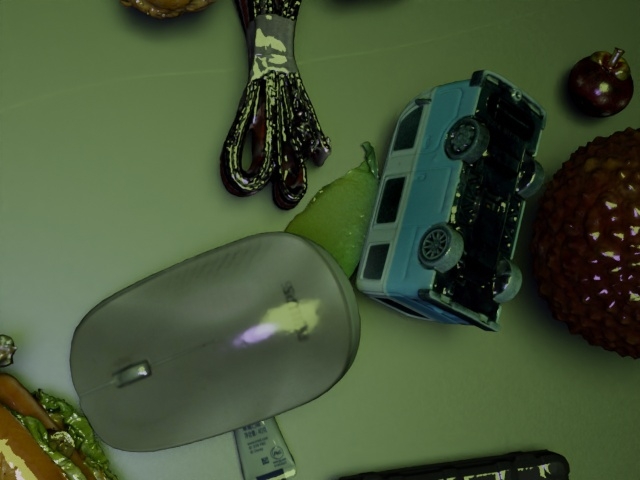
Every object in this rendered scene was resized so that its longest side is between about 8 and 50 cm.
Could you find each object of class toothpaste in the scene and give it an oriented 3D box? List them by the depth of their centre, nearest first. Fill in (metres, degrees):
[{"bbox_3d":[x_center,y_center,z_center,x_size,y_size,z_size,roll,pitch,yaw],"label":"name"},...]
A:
[{"bbox_3d":[-0.087,0.177,1.497,0.062,0.037,0.216,-18,89,-4],"label":"toothpaste"}]

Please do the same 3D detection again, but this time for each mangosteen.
[{"bbox_3d":[0.340,-0.188,1.583,0.081,0.081,0.080,1,84,-9],"label":"mangosteen"}]

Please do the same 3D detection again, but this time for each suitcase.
[{"bbox_3d":[0.157,0.357,1.502,0.286,0.066,0.206,-7,84,-10],"label":"suitcase"}]

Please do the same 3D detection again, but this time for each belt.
[{"bbox_3d":[-0.057,-0.216,1.515,0.126,0.094,0.359,-1,83,-8],"label":"belt"}]

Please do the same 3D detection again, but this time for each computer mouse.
[{"bbox_3d":[-0.118,0.113,1.436,0.331,0.095,0.197,-22,82,5],"label":"computer mouse"}]

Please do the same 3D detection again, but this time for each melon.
[{"bbox_3d":[0.000,-0.001,1.536,0.114,0.053,0.261,28,76,13],"label":"melon"}]

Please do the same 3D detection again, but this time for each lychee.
[{"bbox_3d":[0.378,0.007,1.479,0.276,0.304,0.275,-10,124,-15],"label":"lychee"}]

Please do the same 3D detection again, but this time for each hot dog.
[{"bbox_3d":[-0.267,0.280,1.405,0.100,0.135,0.337,-36,88,14],"label":"hot dog"}]

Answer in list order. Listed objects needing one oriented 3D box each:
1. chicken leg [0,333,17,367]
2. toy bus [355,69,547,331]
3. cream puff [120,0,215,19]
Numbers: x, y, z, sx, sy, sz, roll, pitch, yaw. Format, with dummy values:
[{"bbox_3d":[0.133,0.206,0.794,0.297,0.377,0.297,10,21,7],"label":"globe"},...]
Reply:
[{"bbox_3d":[-0.513,0.203,1.344,0.429,0.153,0.201,-30,96,-1],"label":"chicken leg"},{"bbox_3d":[0.144,-0.045,1.487,0.133,0.165,0.271,27,71,-39],"label":"toy bus"},{"bbox_3d":[-0.175,-0.329,1.497,0.150,0.115,0.165,34,71,-11],"label":"cream puff"}]
